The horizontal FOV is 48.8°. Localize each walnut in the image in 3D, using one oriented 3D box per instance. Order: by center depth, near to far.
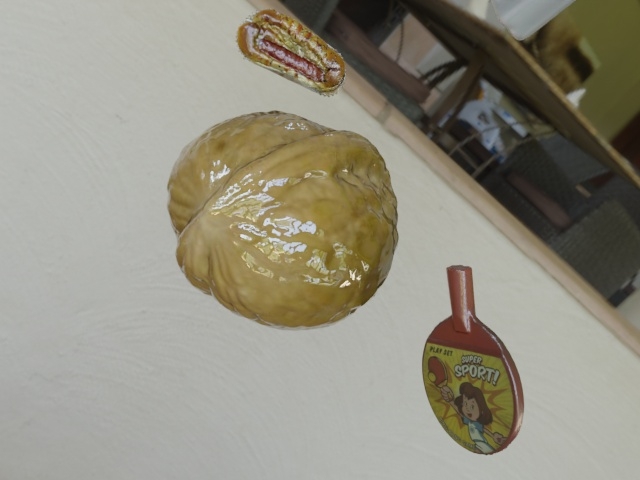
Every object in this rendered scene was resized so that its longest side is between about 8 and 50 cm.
[{"bbox_3d":[-0.050,-0.028,0.933,0.333,0.333,0.333,40,14,-12],"label":"walnut"}]

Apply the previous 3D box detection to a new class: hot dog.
[{"bbox_3d":[-0.058,-0.398,1.506,0.253,0.131,0.069,30,-2,-8],"label":"hot dog"}]

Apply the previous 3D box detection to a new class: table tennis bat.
[{"bbox_3d":[0.316,0.257,1.508,0.051,0.414,0.268,-13,10,-36],"label":"table tennis bat"}]

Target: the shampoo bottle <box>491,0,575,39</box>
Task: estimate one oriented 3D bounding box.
[{"bbox_3d":[0.246,-0.263,0.584,0.056,0.227,0.086,36,42,-23],"label":"shampoo bottle"}]
